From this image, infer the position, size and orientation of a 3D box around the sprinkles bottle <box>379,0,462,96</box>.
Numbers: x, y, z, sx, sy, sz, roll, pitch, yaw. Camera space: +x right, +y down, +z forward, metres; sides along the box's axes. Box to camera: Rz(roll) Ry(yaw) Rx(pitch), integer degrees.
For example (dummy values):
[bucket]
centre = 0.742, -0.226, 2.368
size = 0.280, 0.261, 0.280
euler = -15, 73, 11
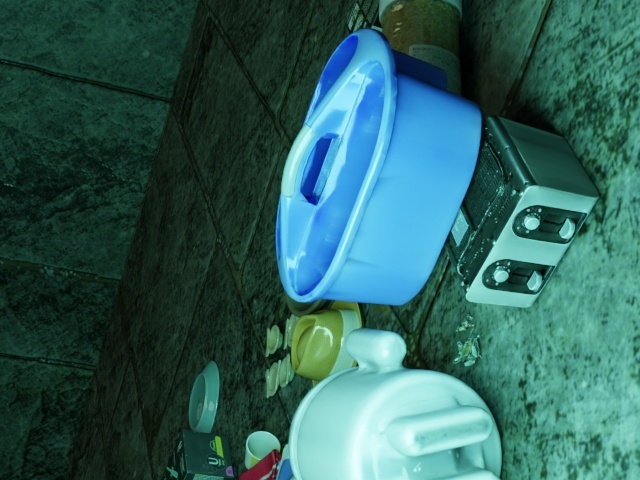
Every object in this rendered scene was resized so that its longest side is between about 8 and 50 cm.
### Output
[sprinkles bottle]
centre = 0.140, -0.204, 1.568
size = 0.121, 0.121, 0.356
euler = 138, 139, -59

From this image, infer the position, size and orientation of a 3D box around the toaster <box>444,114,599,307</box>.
[toaster]
centre = 0.216, -0.036, 1.287
size = 0.186, 0.110, 0.168
euler = -106, 35, -51

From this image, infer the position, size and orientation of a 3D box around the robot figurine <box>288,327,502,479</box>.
[robot figurine]
centre = 0.083, 0.255, 1.356
size = 0.353, 0.199, 0.300
euler = 170, 96, -68

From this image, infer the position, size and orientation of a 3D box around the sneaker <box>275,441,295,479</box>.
[sneaker]
centre = -0.038, 0.410, 1.669
size = 0.315, 0.127, 0.182
euler = -44, 16, 11

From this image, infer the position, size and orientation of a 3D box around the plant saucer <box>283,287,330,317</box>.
[plant saucer]
centre = 0.000, 0.000, 1.955
size = 0.278, 0.041, 0.278
euler = -168, 90, -70

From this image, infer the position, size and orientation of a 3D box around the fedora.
[fedora]
centre = 0.002, 0.167, 1.800
size = 0.194, 0.079, 0.194
euler = -168, 90, -70

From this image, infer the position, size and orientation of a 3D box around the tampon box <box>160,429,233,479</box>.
[tampon box]
centre = -0.253, 0.488, 2.281
size = 0.120, 0.101, 0.161
euler = -107, 35, -52

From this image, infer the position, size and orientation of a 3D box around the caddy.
[caddy]
centre = 0.044, -0.081, 1.343
size = 0.241, 0.179, 0.341
euler = -118, 43, -58

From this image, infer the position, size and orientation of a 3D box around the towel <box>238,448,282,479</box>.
[towel]
centre = -0.111, 0.507, 1.891
size = 0.199, 0.031, 0.275
euler = 134, 146, -55

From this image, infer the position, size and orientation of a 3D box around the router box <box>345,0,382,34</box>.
[router box]
centre = 0.104, -0.410, 1.888
size = 0.133, 0.046, 0.179
euler = -106, 34, -53

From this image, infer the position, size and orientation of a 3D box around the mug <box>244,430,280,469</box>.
[mug]
centre = -0.109, 0.393, 2.011
size = 0.078, 0.062, 0.064
euler = -90, 14, -46

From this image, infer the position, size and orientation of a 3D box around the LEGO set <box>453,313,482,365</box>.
[LEGO set]
centre = 0.189, 0.131, 1.408
size = 0.054, 0.023, 0.083
euler = -49, 22, 50

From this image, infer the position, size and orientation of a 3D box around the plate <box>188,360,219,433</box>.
[plate]
centre = -0.266, 0.361, 2.500
size = 0.188, 0.024, 0.188
euler = -168, 90, -70

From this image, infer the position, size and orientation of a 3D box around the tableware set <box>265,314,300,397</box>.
[tableware set]
centre = -0.073, 0.211, 2.067
size = 0.168, 0.020, 0.141
euler = 142, 136, -60
